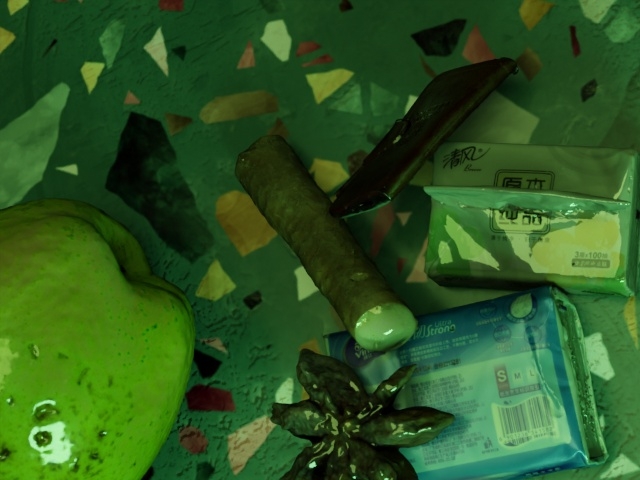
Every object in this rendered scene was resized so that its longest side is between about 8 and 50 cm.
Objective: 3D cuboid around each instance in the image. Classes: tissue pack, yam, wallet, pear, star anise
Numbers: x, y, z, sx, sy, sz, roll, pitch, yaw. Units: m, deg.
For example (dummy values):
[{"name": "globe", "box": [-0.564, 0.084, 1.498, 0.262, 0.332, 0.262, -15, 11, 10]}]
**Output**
[{"name": "tissue pack", "box": [0.161, 0.175, 1.677, 0.263, 0.146, 0.198, -14, 76, 18]}, {"name": "yam", "box": [0.000, 0.000, 1.719, 0.081, 0.081, 0.356, -44, 43, 8]}, {"name": "wallet", "box": [0.107, -0.115, 1.708, 0.255, 0.137, 0.031, -47, 110, -30]}, {"name": "tissue pack", "box": [0.233, -0.027, 1.684, 0.229, 0.145, 0.159, 3, 83, 19]}, {"name": "pear", "box": [-0.327, 0.132, 1.741, 0.391, 0.391, 0.391, -3, 81, 18]}, {"name": "star anise", "box": [0.031, 0.219, 1.601, 0.212, 0.073, 0.197, 6, 82, 28]}]
